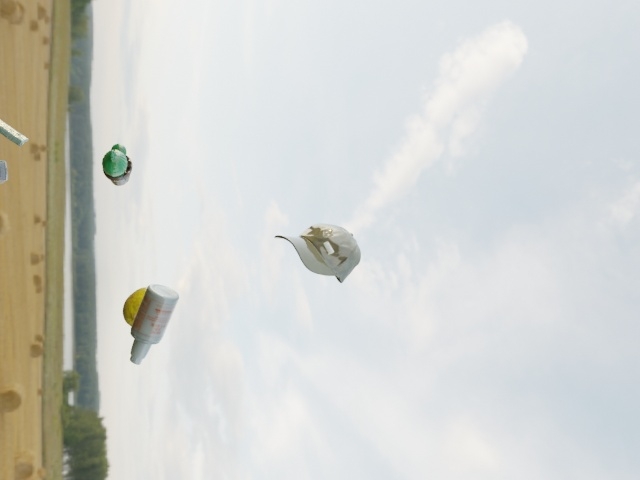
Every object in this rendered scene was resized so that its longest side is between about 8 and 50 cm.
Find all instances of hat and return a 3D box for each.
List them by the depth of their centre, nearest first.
[{"bbox_3d":[0.000,0.000,1.221,0.166,0.144,0.173,44,-5,26],"label":"hat"}]

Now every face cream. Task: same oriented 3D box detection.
[{"bbox_3d":[-0.518,0.262,1.616,0.101,0.101,0.251,36,-76,60],"label":"face cream"}]

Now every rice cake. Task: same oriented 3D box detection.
[{"bbox_3d":[-0.993,-0.351,1.671,0.029,0.171,0.033,-56,-179,27],"label":"rice cake"}]

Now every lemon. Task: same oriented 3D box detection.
[{"bbox_3d":[-0.666,0.262,2.053,0.207,0.170,0.170,-128,-140,-80],"label":"lemon"}]

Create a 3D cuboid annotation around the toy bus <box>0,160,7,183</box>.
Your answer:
[{"bbox_3d":[-1.232,-0.238,1.832,0.106,0.268,0.092,-17,-100,42],"label":"toy bus"}]

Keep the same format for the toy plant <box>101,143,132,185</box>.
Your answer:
[{"bbox_3d":[-0.757,-0.289,1.993,0.200,0.105,0.142,116,-18,-58],"label":"toy plant"}]
